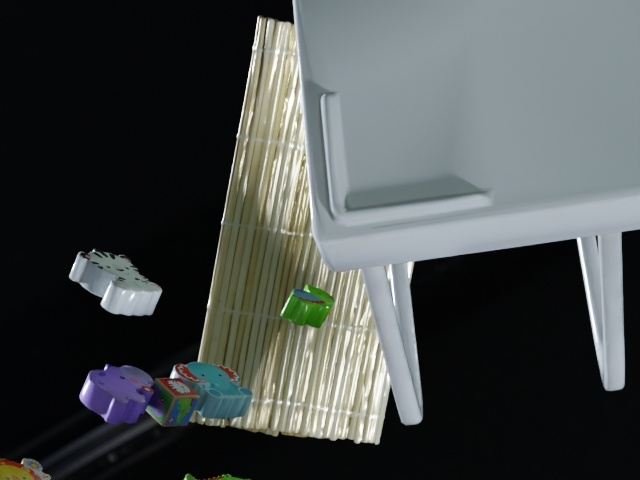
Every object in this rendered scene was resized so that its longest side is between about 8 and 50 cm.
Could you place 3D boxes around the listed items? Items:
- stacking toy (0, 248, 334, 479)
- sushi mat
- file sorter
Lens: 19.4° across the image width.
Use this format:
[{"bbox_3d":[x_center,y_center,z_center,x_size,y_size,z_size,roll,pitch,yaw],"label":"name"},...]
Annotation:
[{"bbox_3d":[-0.098,0.095,1.187,0.052,0.221,0.167,38,-69,37],"label":"stacking toy"},{"bbox_3d":[0.000,0.000,1.385,0.151,0.316,0.019,6,-166,-16],"label":"sushi mat"},{"bbox_3d":[0.140,-0.066,0.574,0.278,0.173,0.193,-8,-118,6],"label":"file sorter"}]
